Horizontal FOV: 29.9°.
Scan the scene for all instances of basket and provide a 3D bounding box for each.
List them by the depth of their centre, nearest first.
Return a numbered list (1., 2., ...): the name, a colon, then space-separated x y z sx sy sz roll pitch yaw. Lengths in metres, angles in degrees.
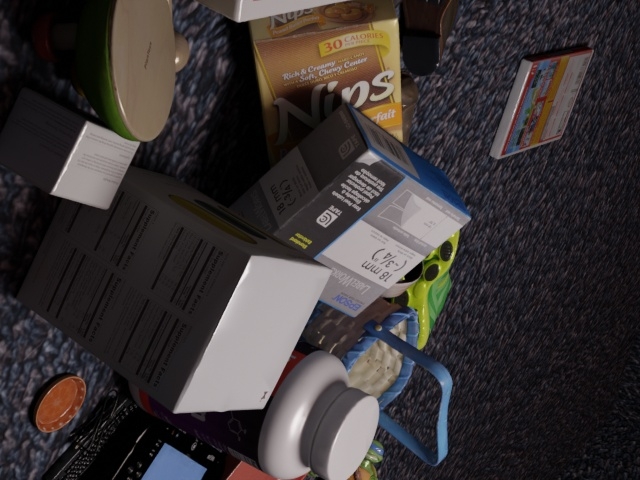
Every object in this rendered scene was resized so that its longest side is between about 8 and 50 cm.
1. basket: 0.099 0.230 2.011 0.201 0.289 0.254 -40 146 -33

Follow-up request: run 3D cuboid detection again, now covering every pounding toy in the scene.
1. pounding toy: -0.228 -0.210 1.275 0.237 0.110 0.183 -72 160 -53

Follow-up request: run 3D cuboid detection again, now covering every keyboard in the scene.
1. keyboard: -0.304 0.280 1.660 0.192 0.038 0.100 -49 151 -21

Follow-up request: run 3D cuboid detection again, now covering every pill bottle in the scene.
1. pill bottle: -0.089 0.204 1.622 0.181 0.323 0.181 -41 142 -42

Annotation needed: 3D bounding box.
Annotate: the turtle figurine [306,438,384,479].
1. turtle figurine: 0.038 0.512 2.296 0.198 0.275 0.266 29 97 -28

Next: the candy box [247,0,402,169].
1. candy box: 0.012 -0.182 1.588 0.183 0.087 0.316 -10 140 -3

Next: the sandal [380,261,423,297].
1. sandal: 0.134 0.040 2.061 0.102 0.076 0.265 -28 155 -29

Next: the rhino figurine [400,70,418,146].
1. rhino figurine: 0.099 -0.159 1.871 0.106 0.073 0.243 -32 144 -37

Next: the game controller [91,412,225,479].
1. game controller: -0.238 0.361 1.807 0.166 0.067 0.319 -49 153 -8

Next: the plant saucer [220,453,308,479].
1. plant saucer: -0.116 0.416 2.096 0.258 0.048 0.259 -50 152 -19

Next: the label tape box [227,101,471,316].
1. label tape box: 0.000 0.000 1.614 0.334 0.106 0.241 -41 138 19

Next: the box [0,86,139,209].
1. box: -0.272 -0.097 1.280 0.087 0.102 0.101 -64 153 4

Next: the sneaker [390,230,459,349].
1. sneaker: 0.189 0.061 2.228 0.123 0.109 0.295 -51 159 -59

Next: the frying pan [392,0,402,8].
1. frying pan: 0.066 -0.406 1.610 0.197 0.053 0.326 -57 156 -7

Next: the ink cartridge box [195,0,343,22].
1. ink cartridge box: -0.037 -0.407 1.335 0.211 0.121 0.289 -22 134 -43

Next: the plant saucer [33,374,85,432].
1. plant saucer: -0.340 0.210 1.558 0.083 0.013 0.083 -39 145 -34

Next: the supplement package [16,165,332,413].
1. supplement package: -0.171 0.052 1.417 0.199 0.263 0.198 12 106 -62

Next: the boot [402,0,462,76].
1. boot: 0.170 -0.368 1.814 0.106 0.082 0.219 -56 158 -60

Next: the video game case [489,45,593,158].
1. video game case: 0.441 -0.277 2.379 0.285 0.025 0.204 -20 133 -52
